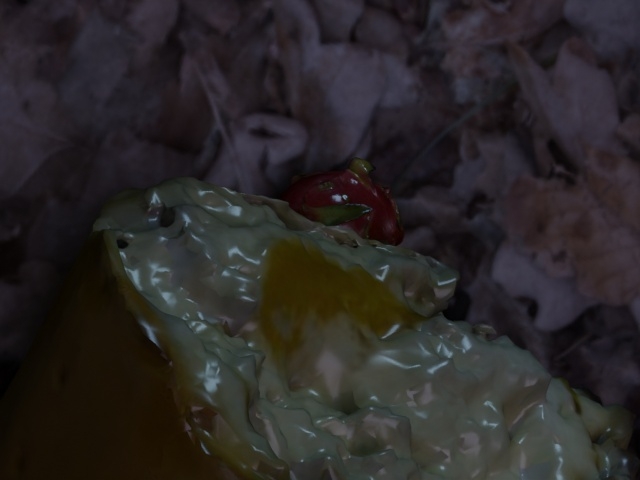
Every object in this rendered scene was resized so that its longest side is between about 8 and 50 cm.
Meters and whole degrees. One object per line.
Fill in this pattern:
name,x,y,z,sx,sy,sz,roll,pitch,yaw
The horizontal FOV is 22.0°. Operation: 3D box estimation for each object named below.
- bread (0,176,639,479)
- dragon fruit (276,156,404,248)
bread,-0.035,0.207,0.957,0.361,0.250,0.394,21,110,-27
dragon fruit,-0.002,-0.001,1.048,0.116,0.086,0.081,-19,142,-7
